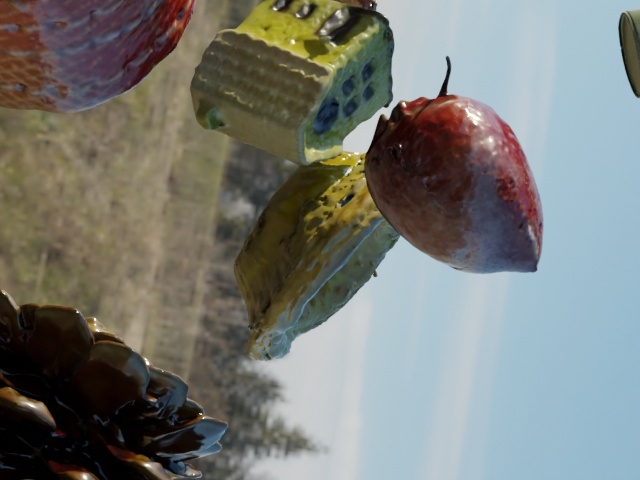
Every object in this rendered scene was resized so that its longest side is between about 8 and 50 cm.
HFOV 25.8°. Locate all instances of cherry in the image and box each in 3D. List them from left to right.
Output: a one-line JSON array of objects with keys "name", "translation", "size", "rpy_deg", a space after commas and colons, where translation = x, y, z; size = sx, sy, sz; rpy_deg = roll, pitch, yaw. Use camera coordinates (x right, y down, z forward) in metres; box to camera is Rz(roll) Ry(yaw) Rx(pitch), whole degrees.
[{"name": "cherry", "translation": [0.161, -0.059, 1.579], "size": [0.175, 0.249, 0.192], "rpy_deg": [-40, 178, -27]}]

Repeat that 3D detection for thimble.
[{"name": "thimble", "translation": [-0.308, -0.333, 1.574], "size": [0.230, 0.350, 0.350], "rpy_deg": [93, 4, -61]}]

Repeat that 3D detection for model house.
[{"name": "model house", "translation": [-0.040, -0.198, 1.846], "size": [0.234, 0.193, 0.175], "rpy_deg": [-51, 153, -29]}]

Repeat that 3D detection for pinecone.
[{"name": "pinecone", "translation": [-0.204, 0.169, 0.913], "size": [0.264, 0.264, 0.264], "rpy_deg": [-169, -90, -85]}]

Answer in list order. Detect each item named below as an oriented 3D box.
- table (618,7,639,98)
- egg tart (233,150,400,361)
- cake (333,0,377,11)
[{"name": "table", "translation": [0.541, -0.280, 1.955], "size": [0.126, 0.220, 0.126], "rpy_deg": [-11, 90, -87]}, {"name": "egg tart", "translation": [0.000, 0.000, 1.996], "size": [0.388, 0.169, 0.388], "rpy_deg": [-50, 171, -11]}, {"name": "cake", "translation": [0.018, -0.355, 2.058], "size": [0.295, 0.113, 0.116], "rpy_deg": [-123, -159, -51]}]
